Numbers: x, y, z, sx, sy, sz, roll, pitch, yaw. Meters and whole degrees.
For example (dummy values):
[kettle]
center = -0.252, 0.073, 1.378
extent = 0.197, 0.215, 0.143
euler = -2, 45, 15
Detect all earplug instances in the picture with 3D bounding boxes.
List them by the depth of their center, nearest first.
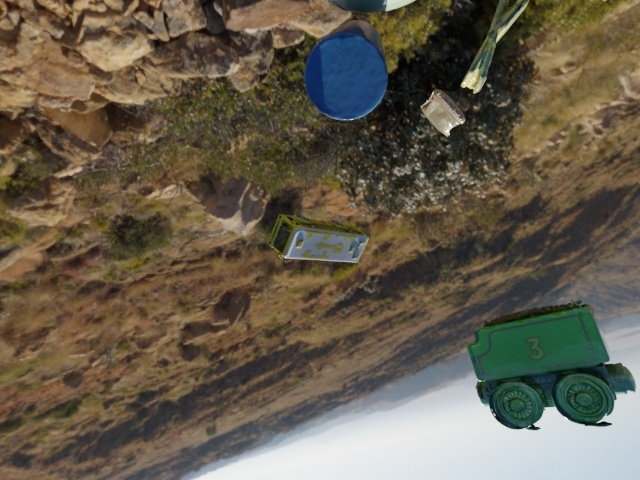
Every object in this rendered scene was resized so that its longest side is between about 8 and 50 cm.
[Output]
[earplug]
center = 0.059, -0.333, 0.736
extent = 0.133, 0.273, 0.132
euler = 5, 127, 7

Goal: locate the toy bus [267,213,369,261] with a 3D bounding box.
[toy bus]
center = 0.000, 0.000, 0.846
extent = 0.226, 0.074, 0.081
euler = 8, 114, -44

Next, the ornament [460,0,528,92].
[ornament]
center = 0.380, -0.436, 0.902
extent = 0.201, 0.059, 0.180
euler = -66, 172, 21

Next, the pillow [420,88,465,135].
[pillow]
center = 0.377, -0.397, 1.249
extent = 0.034, 0.135, 0.211
euler = -41, 180, 3

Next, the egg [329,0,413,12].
[egg]
center = 0.109, -0.512, 0.694
extent = 0.283, 0.202, 0.203
euler = -4, 159, 29

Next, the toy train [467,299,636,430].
[toy train]
center = 0.383, 0.215, 0.698
extent = 0.243, 0.188, 0.132
euler = -24, 162, 32
